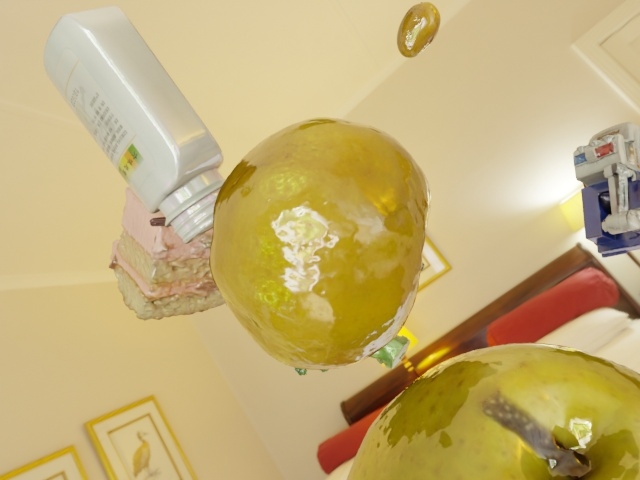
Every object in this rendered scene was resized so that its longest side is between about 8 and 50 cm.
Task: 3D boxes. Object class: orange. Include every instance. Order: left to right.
[{"bbox_3d":[0.000,0.000,0.504,0.279,0.235,0.279,13,-90,-81],"label":"orange"}]

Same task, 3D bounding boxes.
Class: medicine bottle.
[{"bbox_3d":[-0.251,-0.154,0.652,0.124,0.324,0.179,-38,6,-41],"label":"medicine bottle"}]

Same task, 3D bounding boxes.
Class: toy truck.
[{"bbox_3d":[0.484,-0.087,0.710,0.177,0.213,0.161,14,-20,-28],"label":"toy truck"}]

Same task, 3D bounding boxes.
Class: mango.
[{"bbox_3d":[0.202,-0.434,0.918,0.060,0.080,0.114,-56,-12,-79],"label":"mango"}]

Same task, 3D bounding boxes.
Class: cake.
[{"bbox_3d":[-0.403,0.022,1.268,0.314,0.293,0.307,-10,-52,-45],"label":"cake"}]

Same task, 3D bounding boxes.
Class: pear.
[{"bbox_3d":[0.193,0.279,0.364,0.362,0.362,0.418,-30,-50,-22],"label":"pear"}]

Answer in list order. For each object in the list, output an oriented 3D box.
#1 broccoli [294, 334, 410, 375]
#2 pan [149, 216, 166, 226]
[{"bbox_3d":[0.061,0.187,0.962,0.269,0.269,0.254,-12,-58,-58],"label":"broccoli"},{"bbox_3d":[-0.217,-0.051,0.851,0.212,0.040,0.115,-5,-29,-21],"label":"pan"}]
